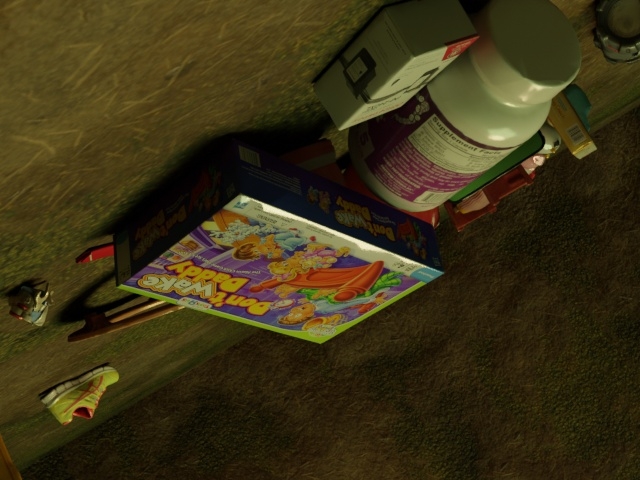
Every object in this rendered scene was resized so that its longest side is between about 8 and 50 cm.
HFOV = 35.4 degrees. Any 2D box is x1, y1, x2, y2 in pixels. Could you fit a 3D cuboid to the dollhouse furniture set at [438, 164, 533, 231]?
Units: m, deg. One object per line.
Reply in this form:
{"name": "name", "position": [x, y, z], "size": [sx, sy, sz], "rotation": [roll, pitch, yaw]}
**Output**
{"name": "dollhouse furniture set", "position": [0.239, -0.078, 2.160], "size": [0.374, 0.152, 0.201], "rotation": [-28, 173, -20]}

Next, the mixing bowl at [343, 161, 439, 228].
{"name": "mixing bowl", "position": [0.112, -0.092, 1.592], "size": [0.181, 0.181, 0.098], "rotation": [-24, 137, -42]}

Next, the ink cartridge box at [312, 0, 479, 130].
{"name": "ink cartridge box", "position": [0.077, -0.190, 1.067], "size": [0.109, 0.063, 0.150], "rotation": [-25, 171, -38]}

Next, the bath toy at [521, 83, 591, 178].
{"name": "bath toy", "position": [0.498, -0.227, 2.310], "size": [0.151, 0.129, 0.348], "rotation": [-29, 173, -19]}

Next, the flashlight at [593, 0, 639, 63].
{"name": "flashlight", "position": [0.507, -0.343, 1.647], "size": [0.103, 0.103, 0.304], "rotation": [-36, 171, 17]}

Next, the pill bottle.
{"name": "pill bottle", "position": [0.168, -0.165, 1.199], "size": [0.169, 0.169, 0.301], "rotation": [-26, 171, -34]}

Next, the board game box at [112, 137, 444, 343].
{"name": "board game box", "position": [-0.047, 0.017, 1.254], "size": [0.347, 0.078, 0.233], "rotation": [20, 138, -41]}

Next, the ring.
{"name": "ring", "position": [-0.236, 0.086, 1.565], "size": [0.336, 0.032, 0.336], "rotation": [-19, -177, 1]}

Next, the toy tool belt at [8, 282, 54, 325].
{"name": "toy tool belt", "position": [-0.351, 0.072, 1.219], "size": [0.051, 0.052, 0.083], "rotation": [-61, 180, -7]}

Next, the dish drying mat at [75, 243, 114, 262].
{"name": "dish drying mat", "position": [-0.271, 0.014, 1.265], "size": [0.032, 0.008, 0.083], "rotation": [-36, 171, 29]}

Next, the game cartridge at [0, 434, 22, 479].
{"name": "game cartridge", "position": [-0.432, 0.288, 1.225], "size": [0.052, 0.324, 0.285], "rotation": [-23, 170, -37]}

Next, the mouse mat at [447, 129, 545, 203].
{"name": "mouse mat", "position": [0.203, -0.158, 1.362], "size": [0.152, 0.190, 0.007], "rotation": [-33, 150, 17]}

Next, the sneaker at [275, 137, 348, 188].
{"name": "sneaker", "position": [-0.072, -0.012, 1.396], "size": [0.116, 0.136, 0.314], "rotation": [-22, 169, -47]}

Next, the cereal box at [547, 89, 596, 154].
{"name": "cereal box", "position": [0.440, -0.234, 1.834], "size": [0.047, 0.173, 0.240], "rotation": [-33, 172, 15]}

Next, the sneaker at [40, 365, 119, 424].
{"name": "sneaker", "position": [-0.520, 0.347, 2.215], "size": [0.081, 0.094, 0.208], "rotation": [-38, 171, 37]}
